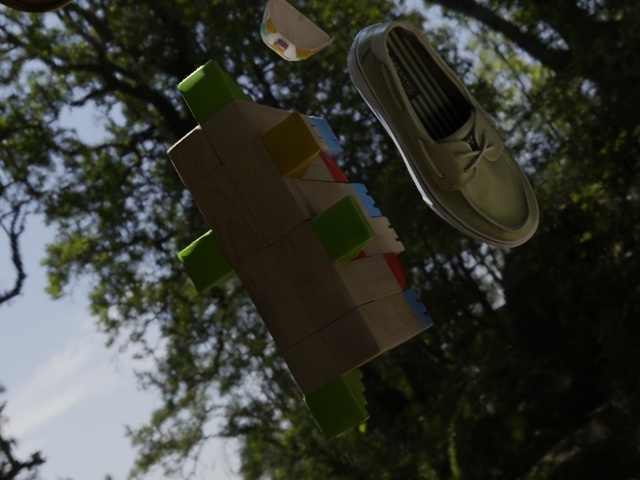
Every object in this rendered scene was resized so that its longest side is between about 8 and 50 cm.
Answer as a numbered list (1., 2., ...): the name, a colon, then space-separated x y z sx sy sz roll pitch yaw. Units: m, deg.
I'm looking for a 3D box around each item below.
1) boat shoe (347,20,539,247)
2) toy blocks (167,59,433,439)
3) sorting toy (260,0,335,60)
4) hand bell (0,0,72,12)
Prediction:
1. boat shoe: 0.139 -0.108 0.933 0.109 0.302 0.094 -43 11 -6
2. toy blocks: 0.000 0.000 0.950 0.191 0.381 0.261 -34 -11 20
3. sorting toy: -0.038 -0.224 0.947 0.045 0.083 0.075 -57 12 -14
4. hand bell: -0.162 -0.264 0.666 0.126 0.126 0.242 -37 8 31
